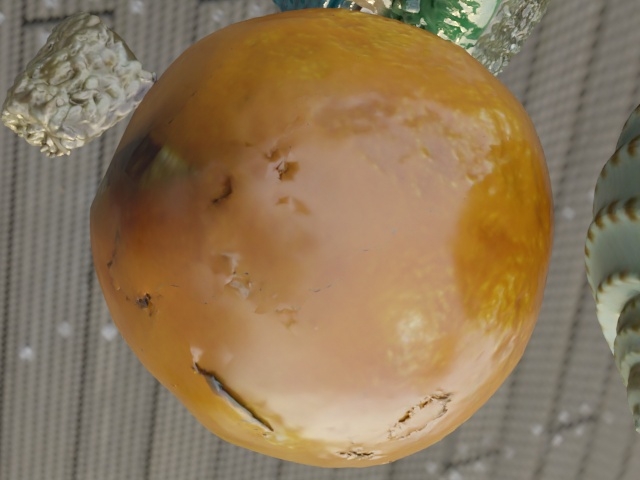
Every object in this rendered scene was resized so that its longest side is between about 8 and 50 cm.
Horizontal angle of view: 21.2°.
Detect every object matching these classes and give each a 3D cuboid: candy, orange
[{"bbox_3d":[-0.176,-0.111,1.242,0.085,0.095,0.110,45,75,-10],"label":"candy"},{"bbox_3d":[0.000,0.000,0.901,0.246,0.246,0.246,-23,132,-28],"label":"orange"}]

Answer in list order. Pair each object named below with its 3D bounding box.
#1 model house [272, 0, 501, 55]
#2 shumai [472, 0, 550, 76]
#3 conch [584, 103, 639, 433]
[{"bbox_3d":[0.010,-0.274,1.476,0.312,0.280,0.245,121,-13,-62],"label":"model house"},{"bbox_3d":[0.132,-0.370,2.062,0.397,0.323,0.324,-57,167,-2],"label":"shumai"},{"bbox_3d":[0.284,-0.010,0.812,0.215,0.303,0.319,24,104,-49],"label":"conch"}]
